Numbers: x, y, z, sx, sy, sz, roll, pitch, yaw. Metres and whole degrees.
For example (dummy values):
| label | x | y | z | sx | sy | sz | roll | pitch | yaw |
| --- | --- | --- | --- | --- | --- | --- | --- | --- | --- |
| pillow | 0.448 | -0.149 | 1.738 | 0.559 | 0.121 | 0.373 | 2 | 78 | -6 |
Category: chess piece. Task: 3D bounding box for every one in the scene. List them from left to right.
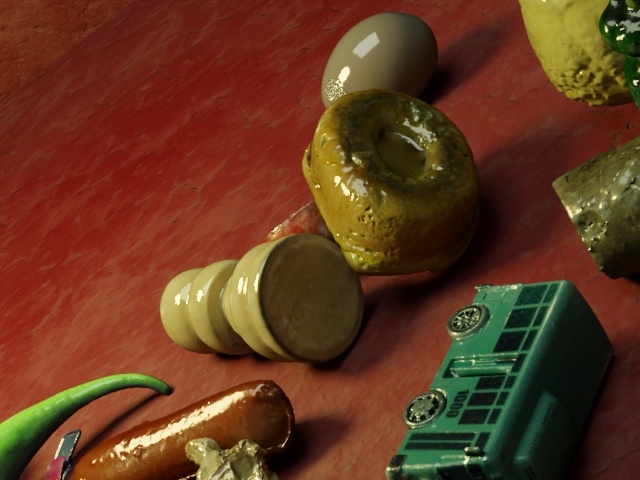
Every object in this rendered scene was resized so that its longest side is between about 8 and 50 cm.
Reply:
| label | x | y | z | sx | sy | sz | roll | pitch | yaw |
| --- | --- | --- | --- | --- | --- | --- | --- | --- | --- |
| chess piece | -0.095 | 0.083 | 1.786 | 0.299 | 0.167 | 0.167 | -9 | 39 | 53 |

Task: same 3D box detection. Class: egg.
| label | x | y | z | sx | sy | sz | roll | pitch | yaw |
| --- | --- | --- | --- | --- | --- | --- | --- | --- | --- |
| egg | 0.087 | -0.259 | 2.075 | 0.198 | 0.146 | 0.146 | -41 | 27 | 10 |

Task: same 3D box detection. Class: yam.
| label | x | y | z | sx | sy | sz | roll | pitch | yaw |
| --- | --- | --- | --- | --- | --- | --- | --- | --- | --- |
| yam | 0.372 | -0.056 | 1.436 | 0.254 | 0.154 | 0.154 | -27 | 30 | 25 |

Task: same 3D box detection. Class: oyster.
| label | x | y | z | sx | sy | sz | roll | pitch | yaw |
| --- | --- | --- | --- | --- | --- | --- | --- | --- | --- |
| oyster | -0.115 | 0.290 | 1.522 | 0.163 | 0.081 | 0.191 | -57 | 38 | 3 |

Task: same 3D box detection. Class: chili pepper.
| label | x | y | z | sx | sy | sz | roll | pitch | yaw |
| --- | --- | --- | --- | --- | --- | --- | --- | --- | --- |
| chili pepper | 0.381 | -0.188 | 1.482 | 0.136 | 0.270 | 0.099 | -25 | 38 | 16 |

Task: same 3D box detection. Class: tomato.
| label | x | y | z | sx | sy | sz | roll | pitch | yaw |
| --- | --- | --- | --- | --- | --- | --- | --- | --- | --- |
| tomato | 0.000 | 0.000 | 1.838 | 0.159 | 0.091 | 0.139 | -31 | -10 | -16 |

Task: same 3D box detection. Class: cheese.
| label | x | y | z | sx | sy | sz | roll | pitch | yaw |
| --- | --- | --- | --- | --- | --- | --- | --- | --- | --- |
| cheese | -0.357 | 0.354 | 1.731 | 0.155 | 0.062 | 0.244 | -24 | 41 | 59 |

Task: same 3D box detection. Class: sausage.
| label | x | y | z | sx | sy | sz | roll | pitch | yaw |
| --- | --- | --- | --- | --- | --- | --- | --- | --- | --- |
| sausage | -0.164 | 0.252 | 1.662 | 0.330 | 0.102 | 0.102 | -25 | 31 | 27 |

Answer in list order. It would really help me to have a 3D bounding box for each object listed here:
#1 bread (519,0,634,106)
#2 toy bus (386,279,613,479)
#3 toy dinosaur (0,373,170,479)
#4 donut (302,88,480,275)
| label | x | y | z | sx | sy | sz | roll | pitch | yaw |
| --- | --- | --- | --- | --- | --- | --- | --- | --- | --- |
| bread | 0.401 | -0.298 | 1.643 | 0.320 | 0.237 | 0.320 | -33 | 19 | 13 |
| toy bus | 0.182 | 0.166 | 1.347 | 0.147 | 0.128 | 0.256 | -9 | 37 | 41 |
| toy dinosaur | -0.439 | 0.372 | 1.808 | 0.500 | 0.144 | 0.374 | -9 | 65 | 5 |
| donut | 0.095 | -0.078 | 1.725 | 0.208 | 0.128 | 0.261 | -11 | 49 | -19 |
